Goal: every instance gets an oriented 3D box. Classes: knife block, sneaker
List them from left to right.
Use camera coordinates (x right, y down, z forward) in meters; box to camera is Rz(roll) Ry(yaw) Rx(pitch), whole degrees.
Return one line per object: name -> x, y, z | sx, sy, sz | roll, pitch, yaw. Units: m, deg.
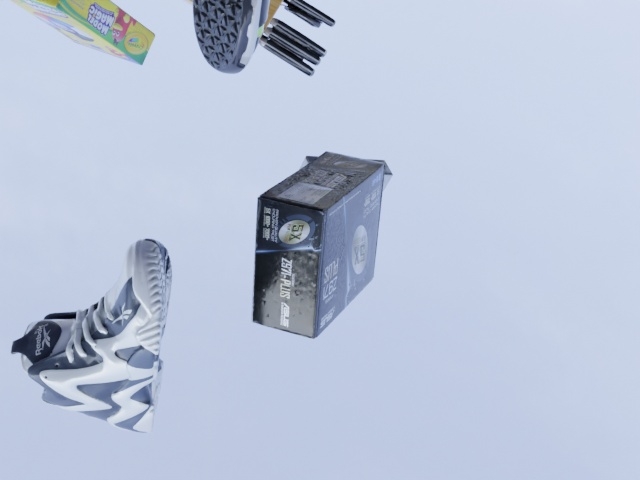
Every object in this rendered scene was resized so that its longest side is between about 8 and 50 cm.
sneaker -> -0.231, 0.092, 1.024 | 0.153, 0.235, 0.094 | 7, -136, -5
knife block -> -0.124, -0.344, 1.540 | 0.276, 0.242, 0.088 | -17, -161, -13
sneaker -> -0.050, -0.267, 0.956 | 0.097, 0.234, 0.084 | -8, -152, -42

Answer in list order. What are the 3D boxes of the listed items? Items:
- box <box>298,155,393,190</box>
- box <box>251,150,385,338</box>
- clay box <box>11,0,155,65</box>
box -> 0.009, -0.049, 1.599 | 0.145, 0.186, 0.038 | 1, -133, -32
box -> 0.000, 0.000, 1.128 | 0.078, 0.147, 0.180 | 14, -156, 20
clay box -> -0.321, -0.297, 1.300 | 0.127, 0.222, 0.053 | 22, -92, 26
